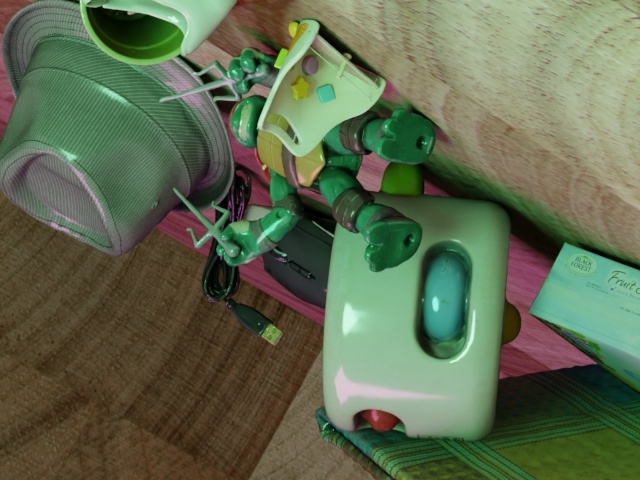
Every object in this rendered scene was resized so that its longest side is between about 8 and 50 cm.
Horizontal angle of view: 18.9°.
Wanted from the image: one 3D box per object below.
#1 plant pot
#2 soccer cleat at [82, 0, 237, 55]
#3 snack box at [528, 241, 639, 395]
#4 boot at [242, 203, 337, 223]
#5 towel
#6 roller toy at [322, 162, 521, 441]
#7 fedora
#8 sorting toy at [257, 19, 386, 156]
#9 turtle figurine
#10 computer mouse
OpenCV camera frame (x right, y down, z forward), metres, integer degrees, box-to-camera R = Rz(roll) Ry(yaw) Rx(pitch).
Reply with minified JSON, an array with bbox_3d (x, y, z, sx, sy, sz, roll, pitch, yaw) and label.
[{"bbox_3d":[-0.123,-0.164,1.270,0.083,0.083,0.079,31,-175,-21],"label":"plant pot"},{"bbox_3d":[-0.139,-0.183,1.140,0.196,0.076,0.068,30,174,-5],"label":"soccer cleat"},{"bbox_3d":[0.286,0.091,1.473,0.174,0.070,0.207,23,173,43],"label":"snack box"},{"bbox_3d":[0.000,0.000,2.137,0.190,0.069,0.086,22,-166,24],"label":"boot"},{"bbox_3d":[0.217,0.171,1.551,0.370,0.040,0.271,-7,-159,-27],"label":"towel"},{"bbox_3d":[0.083,0.061,1.495,0.146,0.209,0.191,5,-146,6],"label":"roller toy"},{"bbox_3d":[-0.205,-0.078,1.714,0.243,0.124,0.275,30,156,3],"label":"fedora"},{"bbox_3d":[-0.010,-0.097,1.263,0.045,0.075,0.083,23,171,43],"label":"sorting toy"},{"bbox_3d":[-0.020,-0.067,1.412,0.234,0.118,0.175,21,130,43],"label":"turtle figurine"},{"bbox_3d":[-0.027,0.050,2.074,0.262,0.184,0.060,27,-148,21],"label":"computer mouse"}]
